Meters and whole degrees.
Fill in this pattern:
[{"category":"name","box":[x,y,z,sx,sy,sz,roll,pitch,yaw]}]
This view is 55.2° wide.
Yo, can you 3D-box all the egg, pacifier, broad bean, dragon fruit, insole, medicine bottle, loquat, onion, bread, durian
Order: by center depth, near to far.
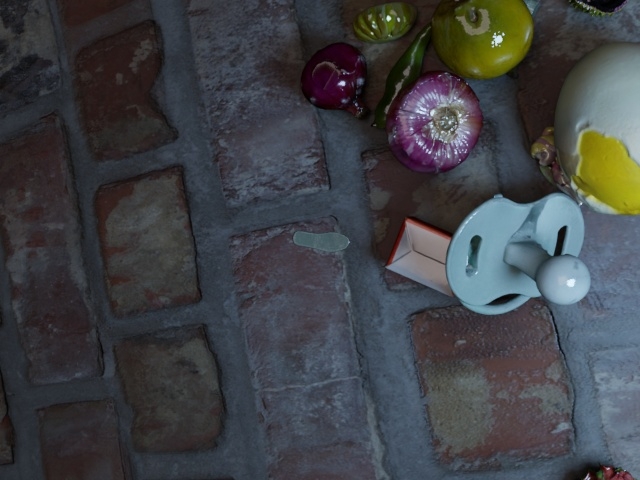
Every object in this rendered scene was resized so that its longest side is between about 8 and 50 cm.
[{"category":"egg","box":[0.599,-0.218,1.183,0.283,0.283,0.344,-16,82,20]},{"category":"pacifier","box":[0.426,0.053,1.238,0.344,0.269,0.288,-7,116,-17]},{"category":"dragon fruit","box":[0.594,0.578,1.289,0.137,0.135,0.235,22,116,13]},{"category":"durian","box":[0.589,-0.545,1.295,0.186,0.119,0.108,-51,37,3]},{"category":"loquat","box":[0.359,-0.438,1.322,0.213,0.246,0.213,-32,38,30]},{"category":"medicine bottle","box":[0.437,-0.522,1.362,0.083,0.047,0.047,30,101,18]},{"category":"onion","box":[0.245,-0.265,1.392,0.230,0.163,0.229,-3,99,-19]},{"category":"broad bean","box":[0.217,-0.397,1.444,0.098,0.056,0.318,43,103,14]},{"category":"bread","box":[0.150,-0.522,1.449,0.157,0.094,0.082,-6,85,12]},{"category":"onion","box":[0.044,-0.374,1.467,0.173,0.135,0.198,-42,79,19]},{"category":"insole","box":[0.000,0.000,1.560,0.153,0.002,0.053,9,94,20]}]

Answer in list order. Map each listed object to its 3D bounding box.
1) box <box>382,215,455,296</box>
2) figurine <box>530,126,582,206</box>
[{"category":"box","box":[0.257,0.034,1.416,0.182,0.099,0.133,23,99,17]},{"category":"figurine","box":[0.523,-0.158,1.329,0.083,0.083,0.187,-31,74,18]}]
